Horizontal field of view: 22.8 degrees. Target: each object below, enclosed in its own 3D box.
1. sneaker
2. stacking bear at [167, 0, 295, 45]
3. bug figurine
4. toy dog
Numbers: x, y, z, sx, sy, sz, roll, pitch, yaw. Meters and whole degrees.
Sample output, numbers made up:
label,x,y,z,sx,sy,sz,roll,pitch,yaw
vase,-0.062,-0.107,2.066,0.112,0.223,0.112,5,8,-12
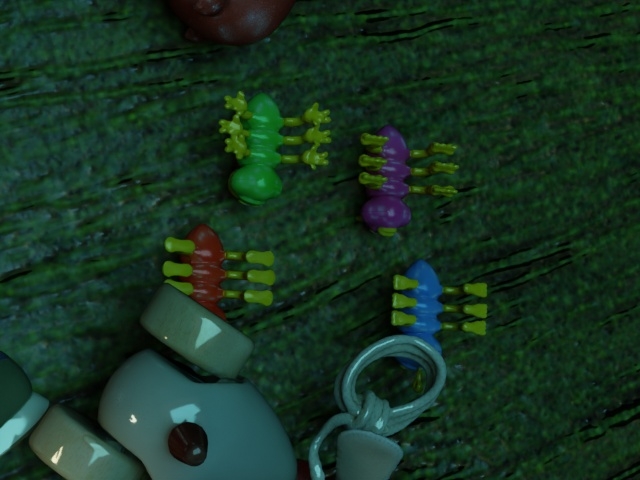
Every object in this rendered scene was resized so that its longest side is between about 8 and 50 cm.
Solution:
label,x,y,z,sx,sy,sz,roll,pitch,yaw
sneaker,-0.282,0.143,1.101,0.192,0.064,0.086,-43,106,-31
stacking bear,-0.011,-0.273,1.230,0.164,0.175,0.289,43,78,-8
bug figurine,0.000,0.000,1.246,0.279,0.072,0.216,10,81,-25
toy dog,-0.034,0.169,1.134,0.334,0.161,0.220,15,101,-27
